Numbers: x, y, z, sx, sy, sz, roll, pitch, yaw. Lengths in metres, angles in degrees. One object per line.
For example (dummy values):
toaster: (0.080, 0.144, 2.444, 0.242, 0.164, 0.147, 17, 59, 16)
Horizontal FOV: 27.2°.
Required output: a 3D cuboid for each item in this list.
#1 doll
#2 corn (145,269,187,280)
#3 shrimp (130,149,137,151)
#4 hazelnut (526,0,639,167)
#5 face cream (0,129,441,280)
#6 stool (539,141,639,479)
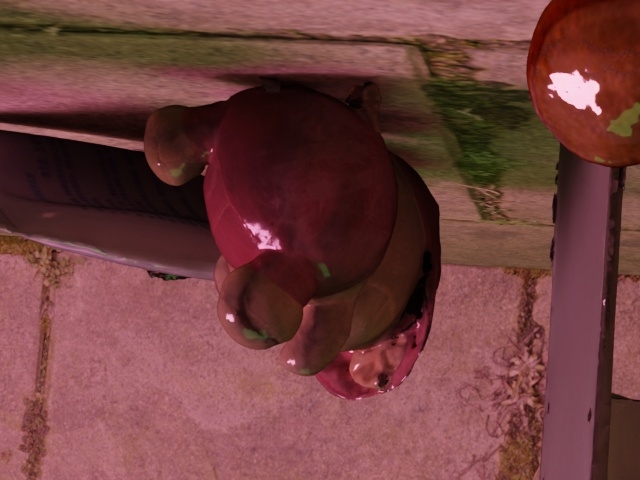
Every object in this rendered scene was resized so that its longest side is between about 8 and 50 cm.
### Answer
doll: (-0.004, 0.000, 0.858, 0.152, 0.196, 0.256, 2, 169, 20)
corn: (-0.074, -0.009, 1.198, 0.203, 0.072, 0.072, -11, -177, -27)
shrimp: (-0.152, -0.051, 1.242, 0.219, 0.046, 0.152, -3, 174, 27)
hazelnut: (0.122, -0.069, 0.509, 0.086, 0.086, 0.086, 4, 176, 0)
face cream: (-0.088, -0.022, 1.040, 0.420, 0.137, 0.235, 12, -162, -29)
stool: (0.267, 0.058, 0.778, 0.243, 0.270, 0.170, 4, 175, 0)
